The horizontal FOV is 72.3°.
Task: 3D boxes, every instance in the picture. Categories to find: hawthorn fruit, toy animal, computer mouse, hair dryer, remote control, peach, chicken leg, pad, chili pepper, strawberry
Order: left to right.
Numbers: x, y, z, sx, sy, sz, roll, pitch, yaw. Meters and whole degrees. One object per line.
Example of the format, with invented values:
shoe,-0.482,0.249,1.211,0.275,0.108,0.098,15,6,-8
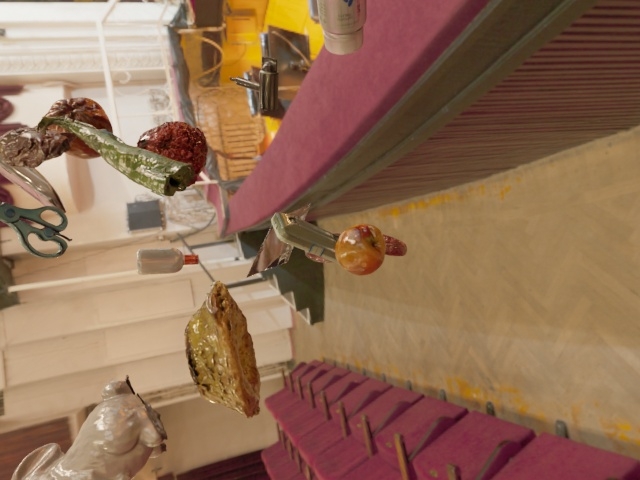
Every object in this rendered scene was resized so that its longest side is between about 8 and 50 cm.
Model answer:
computer mouse,-1.041,-0.211,1.582,0.310,0.072,0.158,34,151,4
chicken leg,-0.733,-0.258,1.138,0.322,0.177,0.083,11,128,35
toy animal,-0.544,0.512,1.003,0.258,0.357,0.194,41,140,26
hawthorn fruit,-0.872,-0.395,1.617,0.261,0.224,0.224,95,161,-66
chili pepper,-0.412,-0.174,0.879,0.358,0.085,0.076,24,153,19
strawberry,-0.540,-0.315,1.569,0.220,0.274,0.274,74,180,-69
hair dryer,-0.274,-0.648,1.757,0.248,0.078,0.196,23,128,24
pad,-0.177,-0.005,1.914,0.007,0.247,0.368,48,-140,-27
remote control,0.000,0.000,1.407,0.066,0.335,0.128,-55,35,18
peach,0.104,0.023,1.172,0.138,0.138,0.138,171,90,-74

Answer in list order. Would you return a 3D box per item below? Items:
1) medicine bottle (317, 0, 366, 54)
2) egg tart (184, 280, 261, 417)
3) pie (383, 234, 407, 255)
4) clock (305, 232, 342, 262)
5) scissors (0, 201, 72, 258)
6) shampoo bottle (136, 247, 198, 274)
medicine bottle,0.065,-0.709,1.323,0.255,0.151,0.152,82,170,-56
egg tart,-0.230,0.257,1.023,0.341,0.128,0.341,166,90,-86
pie,0.212,0.014,1.523,0.182,0.182,0.050,-139,58,-66
clock,0.050,0.035,1.988,0.244,0.244,0.056,-131,30,-61
scissors,-0.953,-0.073,1.343,0.393,0.032,0.180,37,-135,-50
shampoo bottle,-0.574,0.076,1.654,0.051,0.220,0.108,117,145,-52
